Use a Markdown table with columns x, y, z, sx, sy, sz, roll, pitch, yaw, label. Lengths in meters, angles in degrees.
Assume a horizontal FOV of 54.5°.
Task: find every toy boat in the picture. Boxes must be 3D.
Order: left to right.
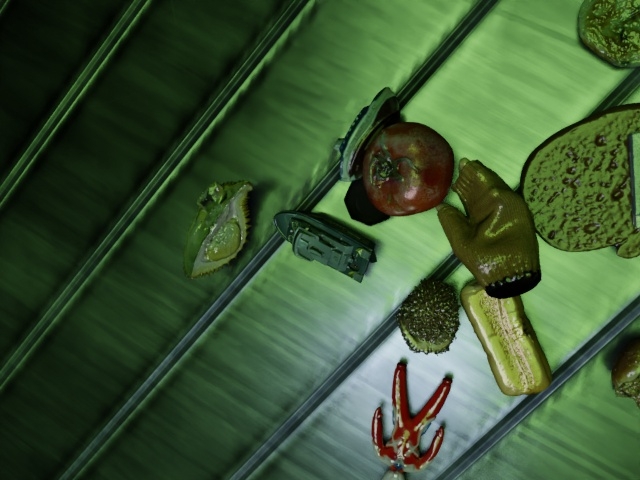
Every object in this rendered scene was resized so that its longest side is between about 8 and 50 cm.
| x | y | z | sx | sy | sz | roll | pitch | yaw | label |
| --- | --- | --- | --- | --- | --- | --- | --- | --- | --- |
| 0.000 | 0.002 | 1.631 | 0.296 | 0.122 | 0.114 | 26 | 124 | 15 | toy boat |
| 0.112 | -0.272 | 1.592 | 0.262 | 0.114 | 0.115 | -54 | 46 | 12 | toy boat |

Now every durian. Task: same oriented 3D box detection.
| x | y | z | sx | sy | sz | roll | pitch | yaw | label |
| --- | --- | --- | --- | --- | --- | --- | --- | --- | --- |
| -0.281 | -0.047 | 1.681 | 0.172 | 0.166 | 0.306 | 39 | 102 | 12 | durian |
| 0.275 | 0.185 | 1.550 | 0.167 | 0.196 | 0.196 | 22 | 100 | -7 | durian |

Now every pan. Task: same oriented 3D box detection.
| x | y | z | sx | sy | sz | roll | pitch | yaw | label |
| --- | --- | --- | --- | --- | --- | --- | --- | --- | --- |
| 0.162 | -0.115 | 1.614 | 0.202 | 0.048 | 0.128 | -21 | 87 | -1 | pan |

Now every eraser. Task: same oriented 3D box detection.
| x | y | z | sx | sy | sz | roll | pitch | yaw | label |
| --- | --- | --- | --- | --- | --- | --- | --- | --- | --- |
| 0.738 | -0.137 | 1.379 | 0.092 | 0.046 | 0.212 | -3 | 98 | 15 | eraser |

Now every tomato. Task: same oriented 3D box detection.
| x | y | z | sx | sy | sz | roll | pitch | yaw | label |
| --- | --- | --- | --- | --- | --- | --- | --- | --- | --- |
| 0.217 | -0.171 | 1.492 | 0.232 | 0.189 | 0.231 | 3 | 95 | 39 | tomato |

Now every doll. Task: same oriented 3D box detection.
| x | y | z | sx | sy | sz | roll | pitch | yaw | label |
| --- | --- | --- | --- | --- | --- | --- | --- | --- | --- |
| 0.221 | 0.521 | 1.626 | 0.189 | 0.099 | 0.383 | 14 | 94 | 14 | doll |

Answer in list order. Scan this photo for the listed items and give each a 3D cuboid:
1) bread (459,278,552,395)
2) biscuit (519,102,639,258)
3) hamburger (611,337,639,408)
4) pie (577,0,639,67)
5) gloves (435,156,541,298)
| x | y | z | sx | sy | sz | roll | pitch | yaw | label |
| --- | --- | --- | --- | --- | --- | --- | --- | --- | --- |
| 0.457 | 0.232 | 1.533 | 0.142 | 0.091 | 0.305 | -23 | 88 | 23 | bread |
| 0.677 | -0.125 | 1.458 | 0.395 | 0.070 | 0.350 | -18 | 93 | 16 | biscuit |
| 0.740 | 0.307 | 1.436 | 0.131 | 0.159 | 0.184 | 31 | 129 | 8 | hamburger |
| 0.713 | -0.517 | 1.426 | 0.241 | 0.054 | 0.240 | 2 | 97 | 16 | pie |
| 0.401 | -0.035 | 1.480 | 0.203 | 0.155 | 0.356 | -30 | 72 | 34 | gloves |
